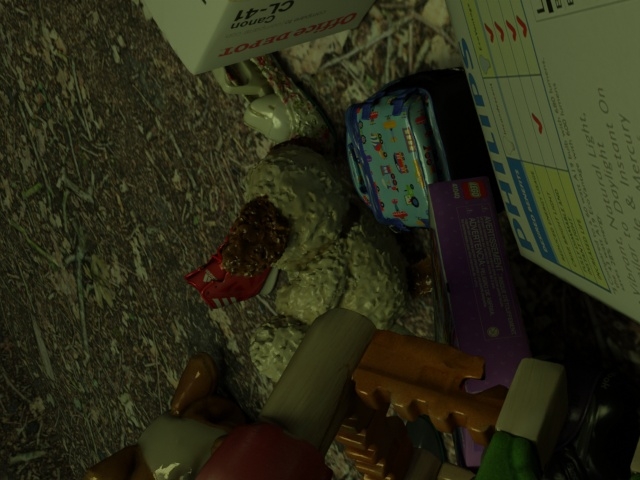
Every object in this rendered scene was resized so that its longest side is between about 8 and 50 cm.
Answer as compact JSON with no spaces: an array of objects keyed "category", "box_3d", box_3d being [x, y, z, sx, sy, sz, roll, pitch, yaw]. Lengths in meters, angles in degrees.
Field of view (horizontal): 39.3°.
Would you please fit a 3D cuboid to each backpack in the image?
[{"category":"backpack","box_3d":[0.087,-0.087,0.897,0.173,0.117,0.158,8,116,55]}]

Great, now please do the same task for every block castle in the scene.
[{"category":"block castle","box_3d":[0.163,0.243,0.581,0.454,0.212,0.303,13,148,29]}]

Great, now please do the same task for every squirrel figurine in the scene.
[{"category":"squirrel figurine","box_3d":[-0.134,0.454,1.467,0.371,0.281,0.397,31,149,26]}]

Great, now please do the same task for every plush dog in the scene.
[{"category":"plush dog","box_3d":[0.000,0.000,0.987,0.211,0.262,0.225,-26,115,27]}]

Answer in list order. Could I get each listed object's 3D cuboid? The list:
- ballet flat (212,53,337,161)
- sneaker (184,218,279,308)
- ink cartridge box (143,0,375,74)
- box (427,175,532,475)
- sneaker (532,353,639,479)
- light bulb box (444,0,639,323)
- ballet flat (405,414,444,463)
[{"category":"ballet flat","box_3d":[-0.076,-0.180,1.090,0.241,0.077,0.091,53,144,16]},{"category":"sneaker","box_3d":[-0.111,0.023,1.219,0.087,0.128,0.221,43,142,27]},{"category":"ink cartridge box","box_3d":[-0.011,-0.303,0.790,0.131,0.226,0.306,59,147,11]},{"category":"box","box_3d":[0.143,0.110,0.821,0.293,0.057,0.200,77,-174,-55]},{"category":"sneaker","box_3d":[0.272,0.255,0.879,0.124,0.107,0.283,3,113,47]},{"category":"light bulb box","box_3d":[0.212,-0.152,0.458,0.361,0.225,0.357,-118,9,-79]},{"category":"ballet flat","box_3d":[0.123,0.322,1.149,0.074,0.074,0.203,21,127,46]}]
